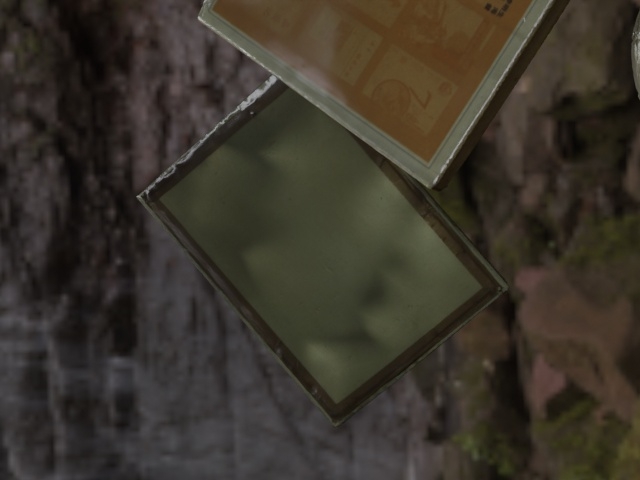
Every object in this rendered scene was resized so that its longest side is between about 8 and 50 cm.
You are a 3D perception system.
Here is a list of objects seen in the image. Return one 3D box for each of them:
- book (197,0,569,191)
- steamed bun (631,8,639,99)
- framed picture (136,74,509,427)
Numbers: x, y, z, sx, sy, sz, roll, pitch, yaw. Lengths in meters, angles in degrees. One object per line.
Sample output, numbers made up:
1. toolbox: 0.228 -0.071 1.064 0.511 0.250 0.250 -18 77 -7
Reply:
1. book: 0.038 -0.158 0.997 0.241 0.018 0.170 39 100 36
2. steamed bun: 0.252 -0.120 0.998 0.091 0.112 0.130 -46 -54 -56
3. framed picture: 0.000 0.000 1.163 0.231 0.173 0.010 50 -166 -1
